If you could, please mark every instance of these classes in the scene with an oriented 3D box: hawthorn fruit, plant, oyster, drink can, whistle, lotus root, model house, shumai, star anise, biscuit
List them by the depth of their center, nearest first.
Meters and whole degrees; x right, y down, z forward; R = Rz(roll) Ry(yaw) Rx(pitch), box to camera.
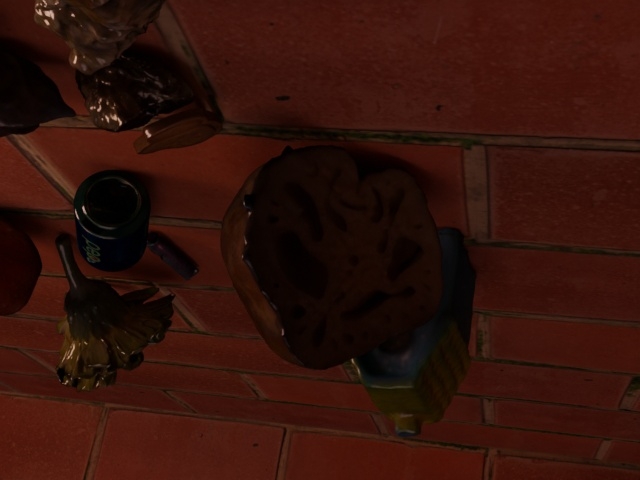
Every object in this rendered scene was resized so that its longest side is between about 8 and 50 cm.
[{"bbox_3d":[-0.238,-0.269,0.849,0.237,0.115,0.351,9,158,0],"label":"oyster"},{"bbox_3d":[-0.445,-0.206,1.104,0.315,0.108,0.315,7,155,3],"label":"star anise"},{"bbox_3d":[-0.237,-0.173,1.132,0.139,0.105,0.123,29,169,22],"label":"shumai"},{"bbox_3d":[-0.184,-0.134,1.189,0.118,0.023,0.140,-20,177,13],"label":"biscuit"},{"bbox_3d":[0.000,0.000,1.288,0.316,0.316,0.250,19,175,-22],"label":"lotus root"},{"bbox_3d":[-0.332,-0.025,1.484,0.118,0.118,0.205,12,157,-8],"label":"drink can"},{"bbox_3d":[0.141,0.151,1.508,0.215,0.303,0.237,-4,154,15],"label":"model house"},{"bbox_3d":[-0.619,0.032,1.636,0.205,0.205,0.253,0,156,23],"label":"hawthorn fruit"},{"bbox_3d":[-0.272,0.030,1.707,0.033,0.033,0.176,0,156,21],"label":"whistle"},{"bbox_3d":[-0.445,0.161,1.797,0.305,0.261,0.297,8,161,31],"label":"plant"}]
